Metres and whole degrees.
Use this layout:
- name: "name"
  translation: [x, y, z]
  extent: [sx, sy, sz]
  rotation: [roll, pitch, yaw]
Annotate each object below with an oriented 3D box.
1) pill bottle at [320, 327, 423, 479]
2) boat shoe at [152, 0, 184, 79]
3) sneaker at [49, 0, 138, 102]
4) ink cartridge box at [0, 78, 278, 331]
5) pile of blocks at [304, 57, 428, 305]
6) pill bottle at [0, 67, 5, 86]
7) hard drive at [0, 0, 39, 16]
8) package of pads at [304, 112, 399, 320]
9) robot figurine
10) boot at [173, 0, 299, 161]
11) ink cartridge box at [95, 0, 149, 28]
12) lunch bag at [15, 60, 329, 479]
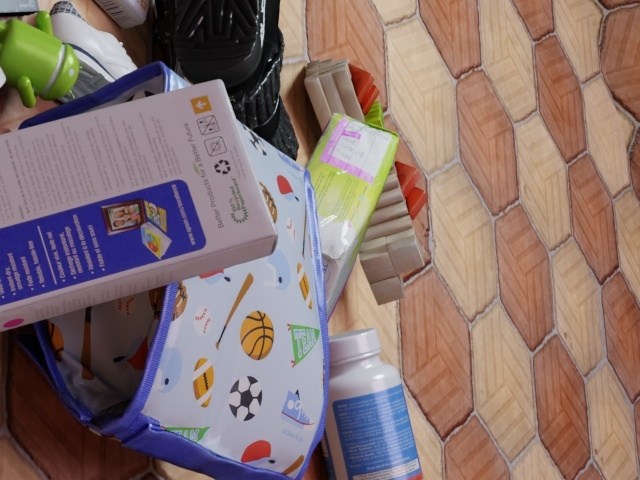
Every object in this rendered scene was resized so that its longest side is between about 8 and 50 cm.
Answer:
- name: "pill bottle"
  translation: [0.055, 0.233, 2.259]
  extent: [0.124, 0.124, 0.221]
  rotation: [-16, 94, -62]
- name: "boat shoe"
  translation: [-0.188, -0.266, 2.104]
  extent: [0.040, 0.049, 0.142]
  rotation: [-2, 92, -18]
- name: "sneaker"
  translation: [-0.231, -0.177, 1.944]
  extent: [0.235, 0.090, 0.095]
  rotation: [47, 30, -46]
- name: "ink cartridge box"
  translation: [-0.242, -0.024, 1.621]
  extent: [0.069, 0.371, 0.176]
  rotation: [110, -38, -66]
- name: "pile of blocks"
  translation: [0.082, -0.097, 2.407]
  extent: [0.149, 0.112, 0.362]
  rotation: [6, 67, -81]
- name: "pill bottle"
  translation: [-0.363, -0.208, 1.594]
  extent: [0.169, 0.094, 0.094]
  rotation: [65, 30, -23]
- name: "hard drive"
  translation: [-0.350, -0.307, 1.833]
  extent: [0.094, 0.022, 0.135]
  rotation: [-18, 95, -63]
- name: "package of pads"
  translation: [0.000, 0.000, 2.162]
  extent: [0.296, 0.101, 0.229]
  rotation: [-65, 175, -50]
- name: "robot figurine"
  translation: [-0.305, -0.189, 1.797]
  extent: [0.115, 0.067, 0.101]
  rotation: [25, 55, -24]
- name: "boot"
  translation: [-0.092, -0.262, 2.106]
  extent: [0.260, 0.131, 0.348]
  rotation: [68, 29, -58]
- name: "ink cartridge box"
  translation: [-0.260, -0.392, 2.012]
  extent: [0.206, 0.045, 0.208]
  rotation: [45, 42, -45]
- name: "lunch bag"
  translation: [-0.151, 0.065, 1.826]
  extent: [0.328, 0.239, 0.385]
  rotation: [30, 44, -53]
